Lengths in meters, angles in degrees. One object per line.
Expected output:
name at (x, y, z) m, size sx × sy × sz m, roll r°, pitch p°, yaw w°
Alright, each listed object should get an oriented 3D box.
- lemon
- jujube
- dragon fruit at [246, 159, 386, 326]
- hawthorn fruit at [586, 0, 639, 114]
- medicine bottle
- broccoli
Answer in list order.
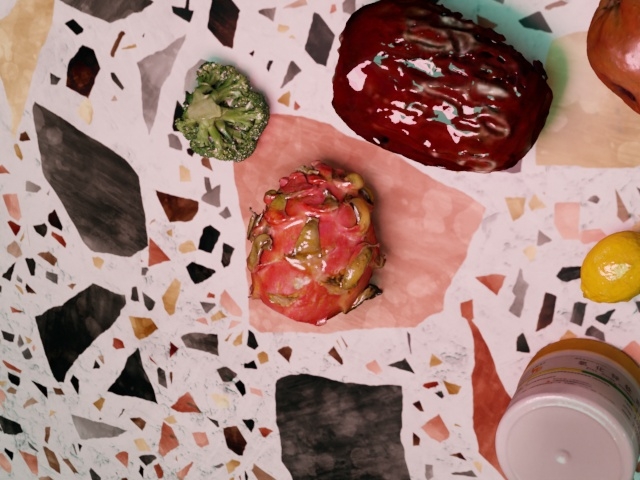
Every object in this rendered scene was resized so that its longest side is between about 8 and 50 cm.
lemon at (0.506, 0.048, 1.621) m, size 0.114 × 0.114 × 0.155 m, roll 47°, pitch 122°, yaw 3°
jujube at (0.187, -0.255, 1.587) m, size 0.377 × 0.258 × 0.258 m, roll 28°, pitch 119°, yaw 18°
dragon fruit at (0.000, 0.000, 1.777) m, size 0.269 × 0.250 × 0.291 m, roll 24°, pitch 103°, yaw 10°
hawthorn fruit at (0.531, -0.297, 1.411) m, size 0.262 × 0.258 × 0.258 m, roll 12°, pitch 117°, yaw -8°
medicine bottle at (0.449, 0.323, 1.682) m, size 0.238 × 0.232 × 0.237 m, roll 8°, pitch 112°, yaw 22°
broccoli at (-0.190, -0.241, 1.827) m, size 0.195 × 0.156 × 0.195 m, roll -4°, pitch 75°, yaw 16°
